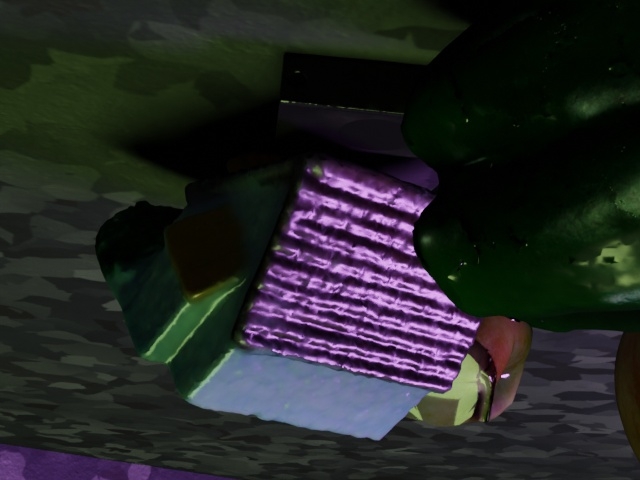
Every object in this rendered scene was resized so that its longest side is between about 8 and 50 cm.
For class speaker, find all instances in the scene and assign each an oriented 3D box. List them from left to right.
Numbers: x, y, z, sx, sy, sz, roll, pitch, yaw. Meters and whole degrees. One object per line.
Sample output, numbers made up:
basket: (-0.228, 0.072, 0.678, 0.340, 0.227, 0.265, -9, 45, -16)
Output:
speaker: (0.076, -0.098, 1.002, 0.218, 0.044, 0.082, 5, 161, -4)

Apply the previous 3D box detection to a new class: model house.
model house: (0.000, 0.000, 1.111, 0.281, 0.230, 0.249, 17, 123, -42)

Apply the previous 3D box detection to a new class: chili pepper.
chili pepper: (0.193, -0.051, 0.830, 0.257, 0.233, 0.248, -20, 141, 35)

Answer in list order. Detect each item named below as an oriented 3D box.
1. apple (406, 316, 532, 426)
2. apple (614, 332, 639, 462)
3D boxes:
apple: (0.124, 0.115, 1.421, 0.188, 0.173, 0.207, 17, 169, 25)
apple: (0.444, 0.156, 1.387, 0.257, 0.233, 0.257, 5, 158, 2)
